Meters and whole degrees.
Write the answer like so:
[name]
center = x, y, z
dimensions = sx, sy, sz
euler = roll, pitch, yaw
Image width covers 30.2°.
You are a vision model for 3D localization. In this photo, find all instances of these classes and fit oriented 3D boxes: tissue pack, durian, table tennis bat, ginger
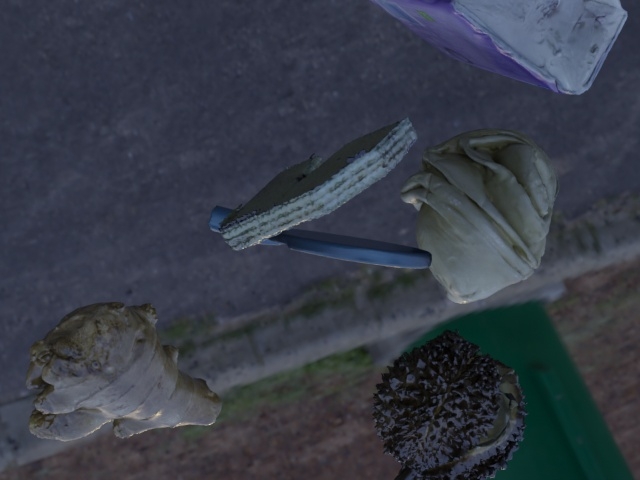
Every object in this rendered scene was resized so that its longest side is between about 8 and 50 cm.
[tissue pack]
center = 0.223, -0.336, 1.612
dimensions = 0.242, 0.338, 0.160
euler = 29, 94, -28
[durian]
center = 0.139, 0.203, 1.323
dimensions = 0.196, 0.196, 0.167
euler = -10, -165, -28
[table tennis bat]
center = 0.000, 0.000, 1.729
dimensions = 0.329, 0.044, 0.215
euler = 11, -175, 8
[ginger]
center = -0.291, 0.231, 1.739
dimensions = 0.236, 0.166, 0.375
euler = -52, 135, -19

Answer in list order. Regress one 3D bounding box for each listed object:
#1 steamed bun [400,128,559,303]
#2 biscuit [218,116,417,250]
[steamed bun]
center = 0.276, -0.064, 2.016
dimensions = 0.289, 0.276, 0.203
euler = -42, 165, -26
[biscuit]
center = -0.005, -0.067, 1.417
dimensions = 0.250, 0.046, 0.147
euler = -21, -162, 46
